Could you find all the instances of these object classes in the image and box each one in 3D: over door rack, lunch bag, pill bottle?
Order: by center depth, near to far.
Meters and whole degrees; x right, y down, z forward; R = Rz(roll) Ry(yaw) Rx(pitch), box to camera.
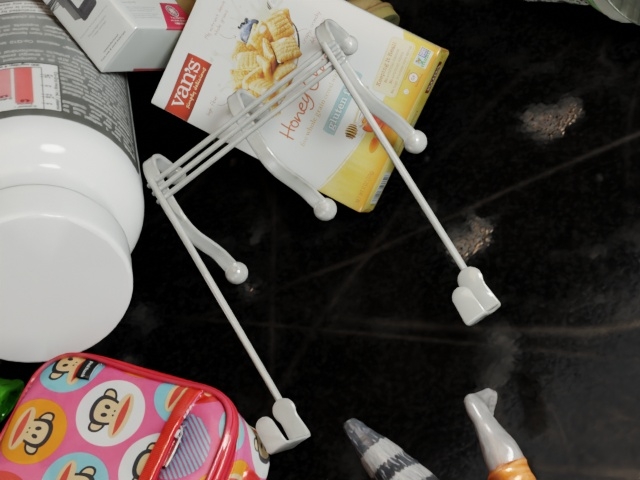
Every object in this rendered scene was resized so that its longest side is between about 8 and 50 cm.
[{"bbox_3d":[-0.174,0.256,1.442,0.258,0.120,0.293,13,67,26],"label":"lunch bag"},{"bbox_3d":[0.000,0.000,1.509,0.239,0.108,0.324,-37,64,21],"label":"over door rack"},{"bbox_3d":[-0.276,-0.070,1.596,0.210,0.210,0.363,-23,40,7],"label":"pill bottle"}]

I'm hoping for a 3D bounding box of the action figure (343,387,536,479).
[{"bbox_3d":[0.099,0.299,1.250,0.341,0.178,0.330,-34,46,-7],"label":"action figure"}]

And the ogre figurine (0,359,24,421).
[{"bbox_3d":[-0.333,0.104,1.625,0.118,0.097,0.197,19,82,13],"label":"ogre figurine"}]

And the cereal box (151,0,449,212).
[{"bbox_3d":[-0.022,-0.155,1.600,0.240,0.047,0.173,27,99,14],"label":"cereal box"}]

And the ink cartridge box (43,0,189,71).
[{"bbox_3d":[-0.208,-0.238,1.635,0.150,0.109,0.063,50,116,15],"label":"ink cartridge box"}]

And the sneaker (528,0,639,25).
[{"bbox_3d":[0.301,-0.383,1.655,0.182,0.158,0.410,3,53,45],"label":"sneaker"}]

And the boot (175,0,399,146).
[{"bbox_3d":[-0.085,-0.262,1.692,0.236,0.089,0.269,-31,77,2],"label":"boot"}]
